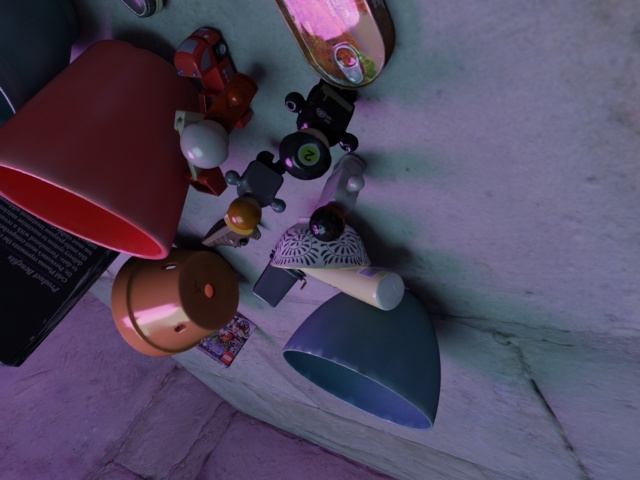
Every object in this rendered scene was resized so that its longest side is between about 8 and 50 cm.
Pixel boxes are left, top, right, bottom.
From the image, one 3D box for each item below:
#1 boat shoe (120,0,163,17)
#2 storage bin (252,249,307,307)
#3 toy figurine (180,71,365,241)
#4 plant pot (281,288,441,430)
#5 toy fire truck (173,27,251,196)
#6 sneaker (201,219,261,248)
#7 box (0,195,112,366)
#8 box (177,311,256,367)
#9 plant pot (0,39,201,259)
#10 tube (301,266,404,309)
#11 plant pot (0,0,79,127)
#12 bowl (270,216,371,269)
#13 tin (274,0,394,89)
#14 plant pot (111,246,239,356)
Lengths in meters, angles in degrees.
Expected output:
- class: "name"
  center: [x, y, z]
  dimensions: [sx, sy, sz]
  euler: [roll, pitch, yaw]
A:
- class: "boat shoe"
  center: [-0.287, -0.361, 0.549]
  dimensions: [0.080, 0.073, 0.224]
  euler: [-1, 136, 45]
- class: "storage bin"
  center: [-0.086, 0.084, 0.953]
  dimensions: [0.098, 0.091, 0.135]
  euler: [36, 178, -6]
- class: "toy figurine"
  center: [-0.050, -0.098, 0.605]
  dimensions: [0.212, 0.148, 0.210]
  euler: [9, 144, 18]
- class: "plant pot"
  center: [0.099, 0.190, 0.861]
  dimensions: [0.290, 0.196, 0.290]
  euler: [23, 154, 12]
- class: "toy fire truck"
  center: [-0.160, -0.172, 0.645]
  dimensions: [0.047, 0.135, 0.192]
  euler: [16, 147, 28]
- class: "sneaker"
  center: [-0.196, -0.006, 1.001]
  dimensions: [0.071, 0.066, 0.188]
  euler: [43, 150, -19]
- class: "box"
  center: [-0.659, 0.015, 1.076]
  dimensions: [0.297, 0.472, 0.480]
  euler: [41, 151, -14]
- class: "box"
  center: [-0.342, 0.270, 1.468]
  dimensions: [0.233, 0.159, 0.044]
  euler: [37, 151, -8]
- class: "plant pot"
  center: [-0.308, -0.138, 0.693]
  dimensions: [0.274, 0.243, 0.275]
  euler: [18, 160, 7]
- class: "tube"
  center: [0.045, 0.064, 0.820]
  dimensions: [0.240, 0.062, 0.070]
  euler: [15, 147, 54]
- class: "plant pot"
  center: [-0.497, -0.325, 0.686]
  dimensions: [0.293, 0.196, 0.293]
  euler: [24, 150, 15]
- class: "bowl"
  center: [0.000, 0.000, 0.774]
  dimensions: [0.170, 0.170, 0.080]
  euler: [2, 95, 43]
- class: "tin"
  center: [0.008, -0.245, 0.473]
  dimensions: [0.106, 0.040, 0.190]
  euler: [8, 143, 44]
- class: "plant pot"
  center: [-0.348, 0.145, 1.194]
  dimensions: [0.203, 0.291, 0.291]
  euler: [-14, 128, 32]
